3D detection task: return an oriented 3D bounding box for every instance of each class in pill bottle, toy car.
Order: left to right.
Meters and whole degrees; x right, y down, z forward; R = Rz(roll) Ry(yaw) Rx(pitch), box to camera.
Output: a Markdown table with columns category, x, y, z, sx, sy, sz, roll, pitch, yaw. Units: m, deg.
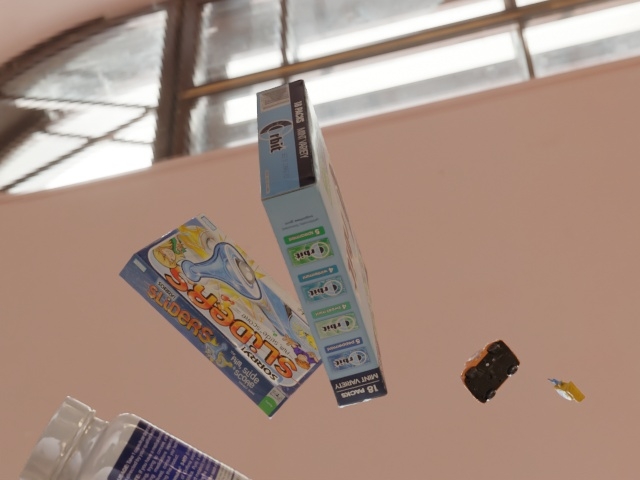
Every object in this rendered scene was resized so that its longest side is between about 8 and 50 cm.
| category | x | y | z | sx | sy | sz | roll | pitch | yaw |
| --- | --- | --- | --- | --- | --- | --- | --- | --- | --- |
| pill bottle | -0.162 | 0.218 | 0.980 | 0.112 | 0.186 | 0.112 | -59 | 4 | 7 |
| toy car | 0.182 | 0.138 | 1.039 | 0.060 | 0.122 | 0.040 | -62 | 20 | -9 |

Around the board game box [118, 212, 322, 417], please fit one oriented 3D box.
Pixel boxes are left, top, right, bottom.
| category | x | y | z | sx | sy | sz | roll | pitch | yaw |
| --- | --- | --- | --- | --- | --- | --- | --- | --- | --- |
| board game box | -0.086 | 0.069 | 1.104 | 0.201 | 0.035 | 0.136 | 42 | -150 | 4 |

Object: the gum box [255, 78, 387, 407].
| category | x | y | z | sx | sy | sz | roll | pitch | yaw |
| --- | --- | --- | --- | --- | --- | --- | --- | --- | --- |
| gum box | 0.000 | 0.000 | 0.807 | 0.157 | 0.041 | 0.184 | -98 | -10 | -56 |
